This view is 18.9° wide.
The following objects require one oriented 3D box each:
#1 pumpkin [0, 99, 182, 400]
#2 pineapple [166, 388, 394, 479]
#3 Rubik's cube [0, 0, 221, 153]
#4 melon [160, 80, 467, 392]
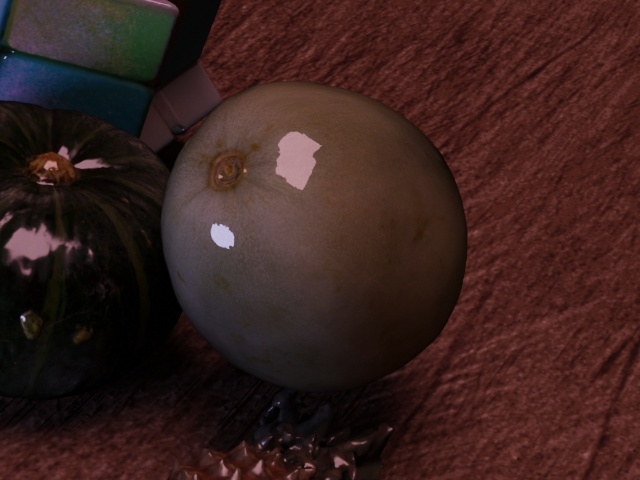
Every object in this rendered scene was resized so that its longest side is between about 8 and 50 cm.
[{"bbox_3d":[-0.254,0.011,1.688,0.300,0.207,0.300,18,32,-12],"label":"pumpkin"},{"bbox_3d":[-0.053,0.212,1.489,0.175,0.175,0.361,13,26,8],"label":"pineapple"},{"bbox_3d":[-0.280,-0.227,1.891,0.387,0.368,0.358,-24,13,39],"label":"Rubik's cube"},{"bbox_3d":[-0.004,-0.003,1.589,0.271,0.272,0.308,14,7,10],"label":"melon"}]
